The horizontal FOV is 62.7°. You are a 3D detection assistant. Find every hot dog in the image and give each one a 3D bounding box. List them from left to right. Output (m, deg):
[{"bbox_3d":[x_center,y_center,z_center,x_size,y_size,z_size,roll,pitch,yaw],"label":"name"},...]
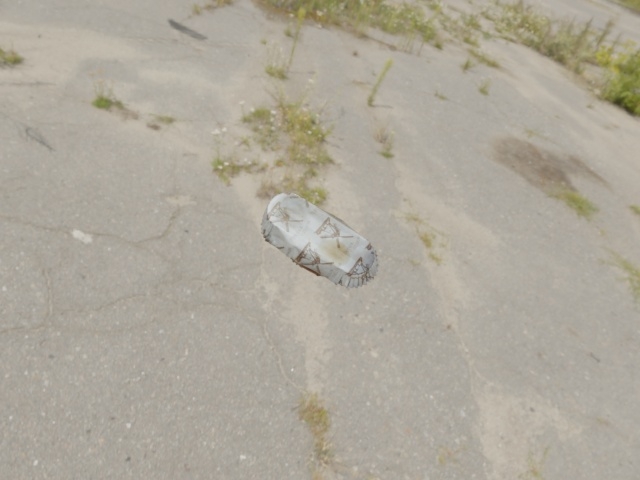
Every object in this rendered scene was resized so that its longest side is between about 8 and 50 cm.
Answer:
[{"bbox_3d":[0.000,0.000,0.766,0.192,0.053,0.099,30,69,4],"label":"hot dog"}]
